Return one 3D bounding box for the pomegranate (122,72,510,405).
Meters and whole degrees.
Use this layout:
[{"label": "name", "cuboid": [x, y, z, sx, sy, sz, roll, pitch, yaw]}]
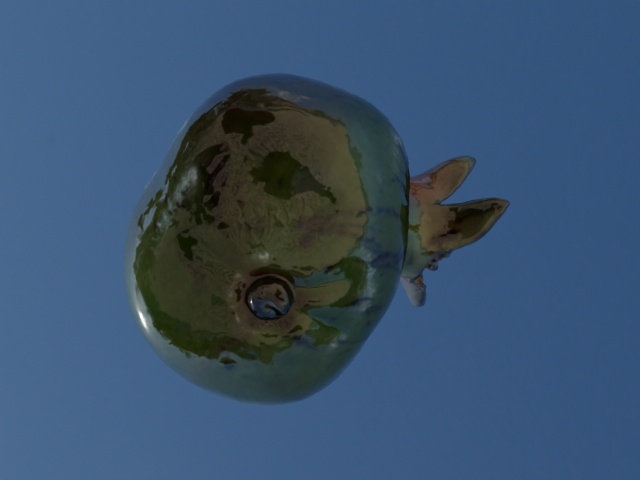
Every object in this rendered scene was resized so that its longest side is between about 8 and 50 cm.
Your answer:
[{"label": "pomegranate", "cuboid": [0.000, 0.000, 0.850, 0.131, 0.191, 0.152, 50, -60, 32]}]
